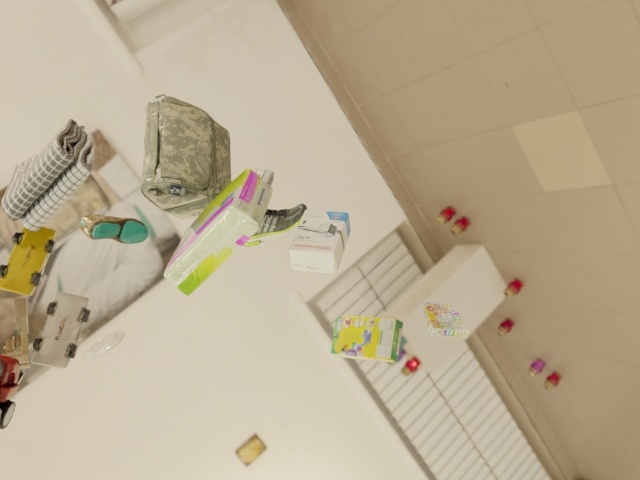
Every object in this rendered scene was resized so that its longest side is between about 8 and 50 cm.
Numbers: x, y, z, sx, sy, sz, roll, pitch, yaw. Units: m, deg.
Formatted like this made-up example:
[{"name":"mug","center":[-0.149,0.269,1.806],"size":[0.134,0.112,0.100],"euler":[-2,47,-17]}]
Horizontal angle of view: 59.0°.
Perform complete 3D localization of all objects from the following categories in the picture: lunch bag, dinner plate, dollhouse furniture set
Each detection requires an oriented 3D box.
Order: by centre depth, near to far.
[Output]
[{"name":"dollhouse furniture set","center":[-0.749,0.225,1.315],"size":[0.144,0.123,0.151],"euler":[-52,48,53]},{"name":"lunch bag","center":[-0.401,-0.232,1.623],"size":[0.213,0.305,0.256],"euler":[-11,160,22]},{"name":"dinner plate","center":[-0.680,0.325,1.773],"size":[0.141,0.141,0.017],"euler":[10,133,60]}]

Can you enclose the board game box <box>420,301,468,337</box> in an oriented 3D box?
[{"name":"board game box","center":[0.357,0.229,1.641],"size":[0.154,0.103,0.026],"euler":[-97,13,-68]}]

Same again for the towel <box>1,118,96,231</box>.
[{"name":"towel","center":[-0.699,-0.182,1.470],"size":[0.121,0.235,0.283],"euler":[39,-169,-31]}]

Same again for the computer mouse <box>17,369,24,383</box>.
[{"name":"computer mouse","center":[-0.864,0.437,1.463],"size":[0.060,0.262,0.184],"euler":[31,147,-14]}]

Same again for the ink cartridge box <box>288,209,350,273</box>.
[{"name":"ink cartridge box","center":[0.000,0.000,1.671],"size":[0.140,0.190,0.082],"euler":[4,130,14]}]

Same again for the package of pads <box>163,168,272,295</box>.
[{"name":"package of pads","center":[-0.257,-0.028,1.438],"size":[0.101,0.296,0.229],"euler":[41,-154,-18]}]

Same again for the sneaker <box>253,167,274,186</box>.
[{"name":"sneaker","center":[-0.258,-0.183,2.143],"size":[0.091,0.258,0.094],"euler":[11,130,10]}]

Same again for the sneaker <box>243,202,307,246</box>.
[{"name":"sneaker","center":[-0.192,-0.079,2.177],"size":[0.121,0.300,0.111],"euler":[60,-165,-30]}]

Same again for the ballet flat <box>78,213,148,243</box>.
[{"name":"ballet flat","center":[-0.502,-0.034,1.375],"size":[0.067,0.073,0.206],"euler":[28,-177,19]}]

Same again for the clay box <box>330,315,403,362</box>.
[{"name":"clay box","center":[0.141,0.304,1.757],"size":[0.222,0.127,0.053],"euler":[-3,157,38]}]

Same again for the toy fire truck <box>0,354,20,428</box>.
[{"name":"toy fire truck","center":[-0.674,0.239,1.097],"size":[0.159,0.246,0.217],"euler":[17,170,-7]}]

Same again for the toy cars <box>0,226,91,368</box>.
[{"name":"toy cars","center":[-0.699,0.145,1.441],"size":[0.393,0.176,0.087],"euler":[59,153,12]}]
